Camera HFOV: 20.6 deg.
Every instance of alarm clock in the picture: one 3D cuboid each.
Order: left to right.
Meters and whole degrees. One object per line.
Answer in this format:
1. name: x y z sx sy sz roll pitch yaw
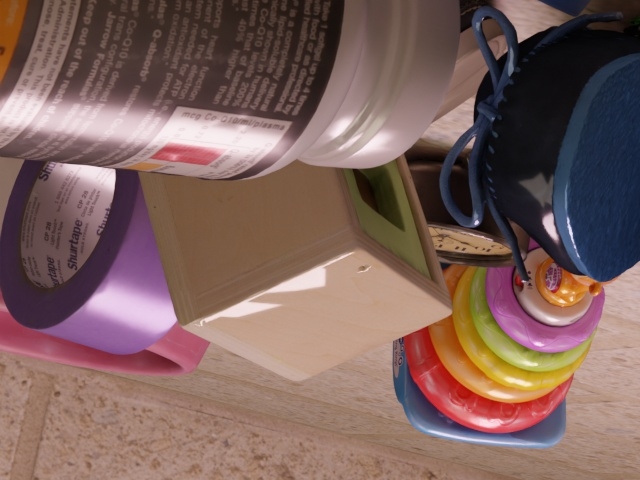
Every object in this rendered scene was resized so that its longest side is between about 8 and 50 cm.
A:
1. alarm clock: 0.097 -0.018 1.375 0.129 0.064 0.192 12 166 -4

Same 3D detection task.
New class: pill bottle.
1. pill bottle: -0.080 -0.110 0.812 0.278 0.162 0.162 6 174 -38

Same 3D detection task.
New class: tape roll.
1. tape roll: -0.162 -0.013 1.340 0.080 0.189 0.189 20 165 -37

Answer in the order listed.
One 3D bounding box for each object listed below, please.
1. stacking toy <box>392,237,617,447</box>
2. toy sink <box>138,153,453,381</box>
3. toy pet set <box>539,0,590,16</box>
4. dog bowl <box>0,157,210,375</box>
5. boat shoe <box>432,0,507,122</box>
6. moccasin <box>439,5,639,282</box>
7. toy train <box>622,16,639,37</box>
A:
1. stacking toy: 0.182 0.057 1.494 0.165 0.175 0.302 9 157 -14
2. toy sink: -0.024 -0.054 1.103 0.131 0.234 0.153 -25 153 17
3. toy pet set: 0.074 -0.149 0.795 0.114 0.065 0.122 19 166 -32
4. dog bowl: -0.272 0.024 1.709 0.408 0.150 0.408 10 168 2
5. boat shoe: 0.065 -0.112 1.036 0.065 0.075 0.206 54 176 5
6. moccasin: 0.128 -0.047 0.928 0.117 0.138 0.342 24 -176 18
7. toy train: 0.205 -0.113 0.956 0.083 0.017 0.023 3 176 35
